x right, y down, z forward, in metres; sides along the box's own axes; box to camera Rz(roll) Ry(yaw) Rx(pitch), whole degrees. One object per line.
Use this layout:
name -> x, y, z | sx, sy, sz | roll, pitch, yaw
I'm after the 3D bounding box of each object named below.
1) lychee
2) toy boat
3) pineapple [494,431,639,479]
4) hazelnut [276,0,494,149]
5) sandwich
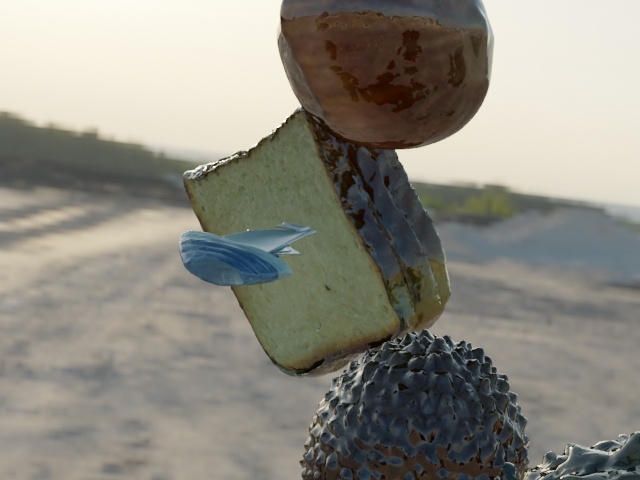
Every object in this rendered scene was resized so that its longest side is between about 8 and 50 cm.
lychee -> 0.077, 0.183, 1.451 | 0.200, 0.200, 0.238 | 6, 40, -9
toy boat -> -0.064, 0.001, 1.531 | 0.105, 0.034, 0.149 | 7, 25, 7
pineapple -> 0.153, 0.183, 1.054 | 0.169, 0.169, 0.340 | 6, -4, -4
hazelnut -> 0.062, -0.182, 1.654 | 0.214, 0.176, 0.214 | 17, -40, 15
sandwich -> 0.000, 0.000, 1.924 | 0.099, 0.271, 0.301 | -29, 1, -34
